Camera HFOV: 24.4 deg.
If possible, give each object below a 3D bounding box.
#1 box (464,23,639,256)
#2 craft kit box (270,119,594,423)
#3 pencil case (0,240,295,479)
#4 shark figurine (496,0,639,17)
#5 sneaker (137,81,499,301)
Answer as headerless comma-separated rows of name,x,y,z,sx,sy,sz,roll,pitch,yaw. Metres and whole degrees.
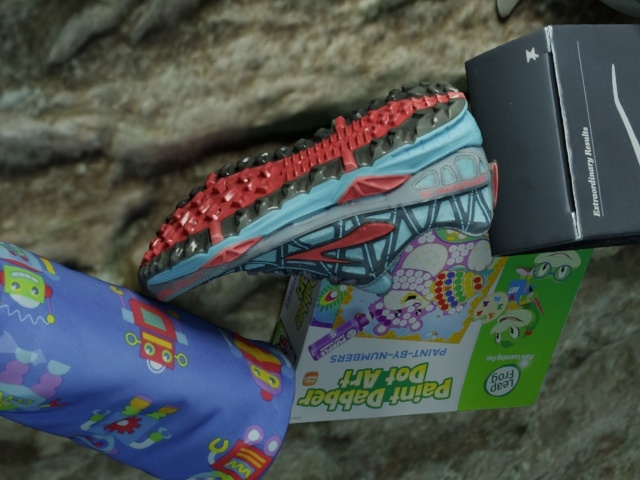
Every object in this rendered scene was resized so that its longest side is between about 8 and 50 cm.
box,0.224,-0.074,1.082,0.207,0.108,0.153,-4,84,-28
craft kit box,0.094,0.027,1.170,0.250,0.061,0.246,-1,125,-28
pencil case,-0.158,0.092,1.034,0.306,0.119,0.133,25,129,-39
shark figurine,0.247,-0.189,1.062,0.278,0.116,0.166,16,115,-34
sneaker,0.000,0.000,1.014,0.262,0.104,0.125,-23,115,17
